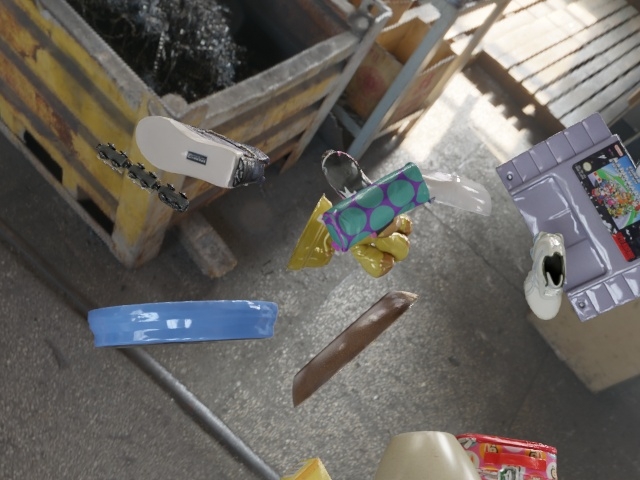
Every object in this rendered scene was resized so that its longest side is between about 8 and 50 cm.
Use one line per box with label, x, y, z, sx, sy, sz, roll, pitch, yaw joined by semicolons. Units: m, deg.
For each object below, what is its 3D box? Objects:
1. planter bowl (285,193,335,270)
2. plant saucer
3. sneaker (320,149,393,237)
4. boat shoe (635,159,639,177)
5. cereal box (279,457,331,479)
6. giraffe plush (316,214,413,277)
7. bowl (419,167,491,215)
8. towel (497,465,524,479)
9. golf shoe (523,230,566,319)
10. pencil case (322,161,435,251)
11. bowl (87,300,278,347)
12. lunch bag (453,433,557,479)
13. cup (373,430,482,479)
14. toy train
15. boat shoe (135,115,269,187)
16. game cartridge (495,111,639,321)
planter bowl;0.000;0.000;1.508;0.090;0.217;0.217;27;51;1
plant saucer;0.056;0.191;1.123;0.050;0.311;0.310;48;51;9
sneaker;0.061;-0.088;1.016;0.178;0.072;0.077;56;2;-28
boat shoe;0.642;-0.181;1.134;0.183;0.065;0.083;-25;60;-17
cereal box;-0.009;0.431;0.768;0.173;0.047;0.240;-30;89;-43
giraffe plush;0.105;-0.045;1.256;0.210;0.170;0.182;16;63;-4
bowl;0.228;-0.090;1.084;0.142;0.142;0.053;11;96;-41
towel;0.157;0.234;0.398;0.152;0.023;0.113;67;14;14
golf shoe;0.402;0.075;1.071;0.069;0.176;0.086;-4;24;11
pencil case;0.078;-0.045;0.829;0.151;0.070;0.064;-30;65;-11
bowl;-0.284;0.181;1.273;0.391;0.391;0.077;2;79;-26
lunch bag;0.522;0.636;1.745;0.293;0.258;0.120;10;67;-3
cup;0.269;0.623;1.534;0.331;0.331;0.237;11;59;-21
toy train;-0.245;-0.087;0.830;0.158;0.036;0.027;34;72;10
boat shoe;-0.288;-0.214;1.493;0.340;0.127;0.158;27;17;23
game cartridge;0.532;-0.047;1.186;0.355;0.230;0.068;62;24;7
